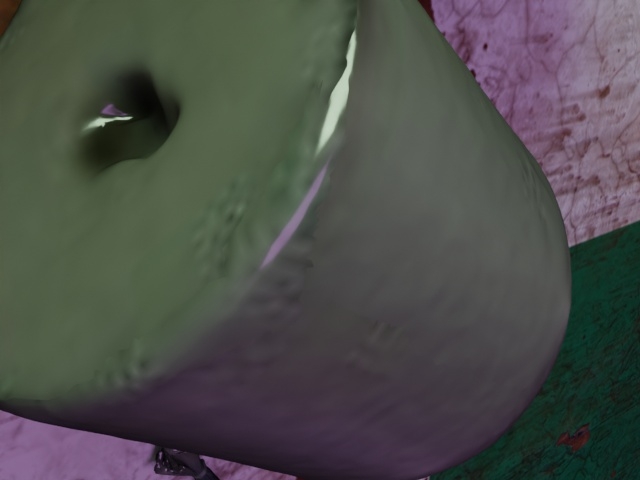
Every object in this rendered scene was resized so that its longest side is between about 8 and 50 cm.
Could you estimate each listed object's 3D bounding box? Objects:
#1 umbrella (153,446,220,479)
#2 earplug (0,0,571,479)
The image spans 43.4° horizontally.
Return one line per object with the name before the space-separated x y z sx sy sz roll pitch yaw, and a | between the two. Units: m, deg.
umbrella | -0.108 0.224 0.740 0.044 0.044 0.269 -24 129 4
earplug | 0.000 0.000 0.547 0.394 0.313 0.312 31 86 -47
